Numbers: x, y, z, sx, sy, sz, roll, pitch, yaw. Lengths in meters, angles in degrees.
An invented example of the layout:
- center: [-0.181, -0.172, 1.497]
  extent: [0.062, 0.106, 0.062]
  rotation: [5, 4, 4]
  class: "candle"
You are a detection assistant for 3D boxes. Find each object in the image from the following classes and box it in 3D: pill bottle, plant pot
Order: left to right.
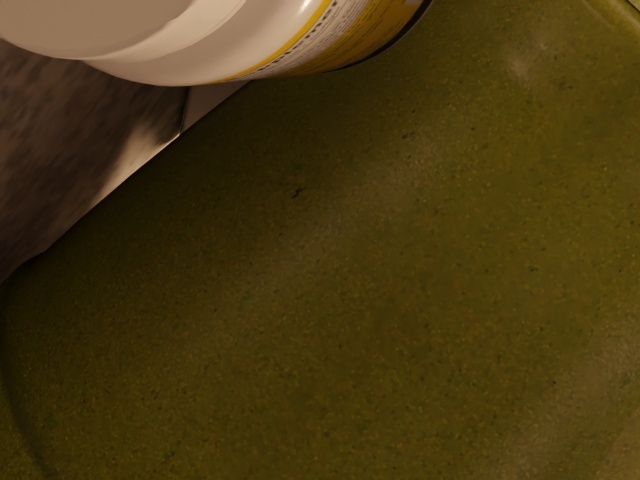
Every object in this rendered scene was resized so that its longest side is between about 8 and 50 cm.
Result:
- center: [-0.034, -0.111, 0.488]
  extent: [0.119, 0.119, 0.208]
  rotation: [-53, 170, 17]
  class: "pill bottle"
- center: [0.056, 0.046, 0.691]
  extent: [0.353, 0.366, 0.366]
  rotation: [-48, 172, 16]
  class: "plant pot"

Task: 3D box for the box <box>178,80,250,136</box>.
- center: [0.057, -0.188, 0.811]
  extent: [0.322, 0.058, 0.232]
  rotation: [-44, 169, -25]
  class: "box"
